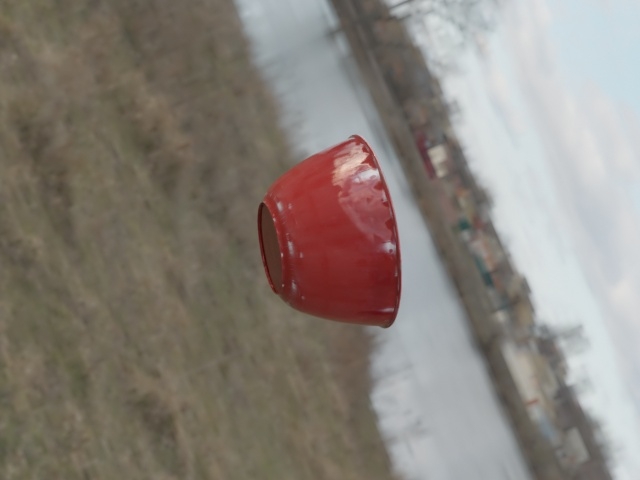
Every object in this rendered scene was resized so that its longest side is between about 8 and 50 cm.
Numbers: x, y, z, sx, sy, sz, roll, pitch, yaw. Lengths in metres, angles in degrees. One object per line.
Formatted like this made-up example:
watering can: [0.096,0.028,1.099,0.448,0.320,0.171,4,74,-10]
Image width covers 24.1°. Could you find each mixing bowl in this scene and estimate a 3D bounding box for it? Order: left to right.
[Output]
mixing bowl: [0.000,0.000,1.373,0.181,0.098,0.181,170,-90,-77]
